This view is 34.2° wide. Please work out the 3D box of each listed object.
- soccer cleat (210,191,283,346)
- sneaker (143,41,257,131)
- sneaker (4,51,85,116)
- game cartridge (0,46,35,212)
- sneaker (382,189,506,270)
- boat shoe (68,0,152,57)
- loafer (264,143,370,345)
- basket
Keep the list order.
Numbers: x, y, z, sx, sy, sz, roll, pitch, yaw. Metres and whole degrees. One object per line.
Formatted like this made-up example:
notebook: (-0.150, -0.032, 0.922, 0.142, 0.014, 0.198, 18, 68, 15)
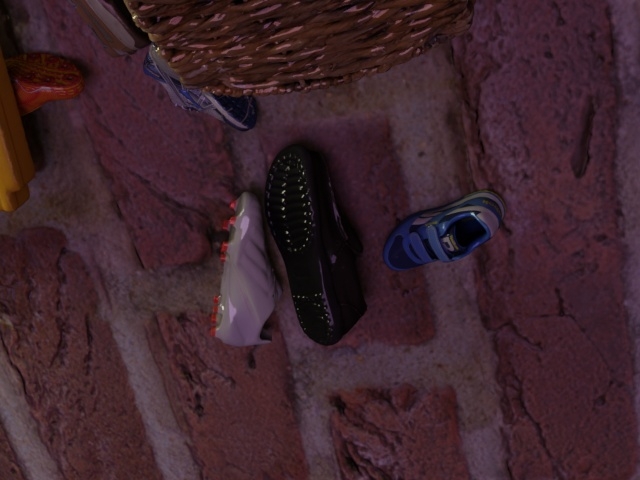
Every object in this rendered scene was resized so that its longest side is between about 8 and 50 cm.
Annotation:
soccer cleat: (-0.076, 0.033, 1.160, 0.076, 0.068, 0.196, 6, 121, -8)
sneaker: (-0.126, -0.158, 1.078, 0.135, 0.052, 0.058, 39, 140, -16)
sneaker: (-0.327, -0.161, 1.121, 0.175, 0.064, 0.067, 1, 132, 21)
game cartridge: (-0.476, -0.163, 1.100, 0.323, 0.053, 0.285, 1, 118, 20)
sneaker: (0.125, -0.004, 1.091, 0.144, 0.059, 0.053, -28, 110, 26)
boat shoe: (-0.245, -0.264, 1.039, 0.072, 0.068, 0.190, -19, 112, 34)
loafer: (0.000, 0.000, 1.122, 0.080, 0.078, 0.220, 7, 112, 47)
basket: (-0.012, -0.284, 0.956, 0.299, 0.223, 0.213, -11, 147, 18)
